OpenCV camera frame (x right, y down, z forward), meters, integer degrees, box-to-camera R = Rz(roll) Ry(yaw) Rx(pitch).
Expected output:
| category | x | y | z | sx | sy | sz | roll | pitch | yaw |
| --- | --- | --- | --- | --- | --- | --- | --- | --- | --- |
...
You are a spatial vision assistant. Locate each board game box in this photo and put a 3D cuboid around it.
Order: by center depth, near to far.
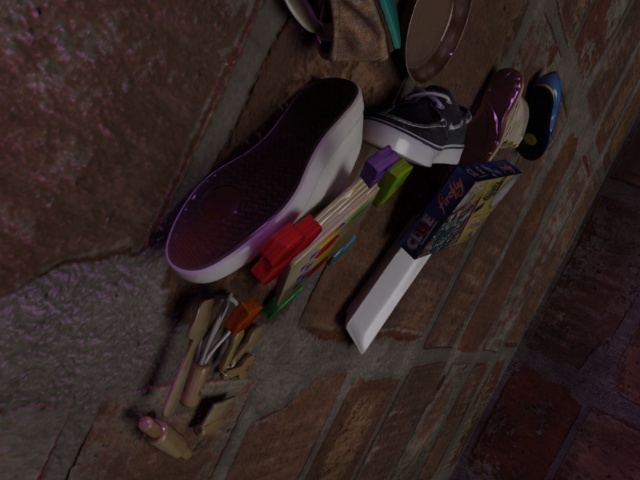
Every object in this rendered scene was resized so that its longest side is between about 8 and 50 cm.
| category | x | y | z | sx | sy | sz | roll | pitch | yaw |
| --- | --- | --- | --- | --- | --- | --- | --- | --- | --- |
| board game box | 0.244 | -0.057 | 1.130 | 0.243 | 0.042 | 0.165 | -14 | 143 | -56 |

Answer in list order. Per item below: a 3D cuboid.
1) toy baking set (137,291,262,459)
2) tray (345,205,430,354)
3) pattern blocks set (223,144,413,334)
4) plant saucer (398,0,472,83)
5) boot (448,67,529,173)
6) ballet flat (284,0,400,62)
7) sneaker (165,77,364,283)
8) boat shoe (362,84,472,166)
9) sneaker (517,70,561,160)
| category | x | y | z | sx | sy | sz | roll | pitch | yaw |
| --- | --- | --- | --- | --- | --- | --- | --- | --- | --- |
| toy baking set | -0.145 | 0.164 | 0.794 | 0.197 | 0.030 | 0.256 | -59 | 160 | -18 |
| tray | 0.125 | 0.064 | 1.162 | 0.270 | 0.030 | 0.145 | -53 | 151 | -16 |
| pattern blocks set | 0.000 | 0.000 | 0.756 | 0.285 | 0.026 | 0.325 | -40 | 171 | -28 |
| plant saucer | 0.149 | -0.293 | 0.875 | 0.168 | 0.029 | 0.168 | -41 | 146 | -36 |
| boot | 0.317 | -0.190 | 1.215 | 0.213 | 0.077 | 0.165 | -63 | 155 | 1 |
| ballet flat | 0.003 | -0.255 | 0.570 | 0.316 | 0.106 | 0.108 | 63 | 24 | -64 |
| sneaker | -0.037 | -0.042 | 0.700 | 0.290 | 0.106 | 0.123 | -48 | 148 | -27 |
| boat shoe | 0.141 | -0.162 | 0.900 | 0.301 | 0.108 | 0.102 | -9 | 123 | -60 |
| sneaker | 0.483 | -0.268 | 1.433 | 0.082 | 0.069 | 0.209 | -48 | 150 | -33 |
